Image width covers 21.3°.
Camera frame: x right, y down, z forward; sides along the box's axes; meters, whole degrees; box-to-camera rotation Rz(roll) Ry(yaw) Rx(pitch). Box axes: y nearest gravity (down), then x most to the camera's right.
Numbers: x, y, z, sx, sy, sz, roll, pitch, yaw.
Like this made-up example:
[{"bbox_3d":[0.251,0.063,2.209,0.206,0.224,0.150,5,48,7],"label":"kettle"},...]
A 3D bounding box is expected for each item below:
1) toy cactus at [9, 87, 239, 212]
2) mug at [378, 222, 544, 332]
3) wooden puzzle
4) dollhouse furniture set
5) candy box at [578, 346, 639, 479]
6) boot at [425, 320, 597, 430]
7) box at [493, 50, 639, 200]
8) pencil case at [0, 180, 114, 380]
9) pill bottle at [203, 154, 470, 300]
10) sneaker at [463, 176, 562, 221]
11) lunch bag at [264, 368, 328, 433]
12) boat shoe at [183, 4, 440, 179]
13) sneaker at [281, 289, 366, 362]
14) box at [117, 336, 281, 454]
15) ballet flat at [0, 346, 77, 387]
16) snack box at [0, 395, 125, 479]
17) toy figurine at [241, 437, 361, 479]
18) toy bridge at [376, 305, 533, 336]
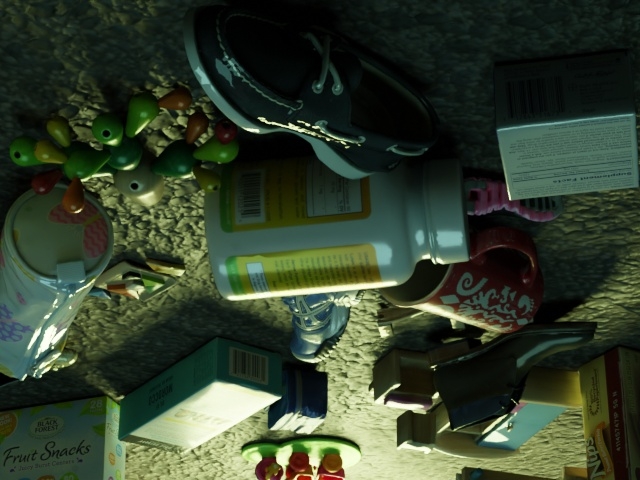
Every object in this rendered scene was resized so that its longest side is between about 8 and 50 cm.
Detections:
[{"bbox_3d":[-0.177,-0.069,1.620,0.219,0.112,0.180,-12,162,3],"label":"toy cactus"},{"bbox_3d":[0.164,0.039,1.793,0.150,0.113,0.169,15,175,46],"label":"mug"},{"bbox_3d":[-0.209,0.048,1.919,0.078,0.014,0.116,17,148,-30],"label":"wooden puzzle"},{"bbox_3d":[0.192,0.328,2.156,0.286,0.303,0.198,8,150,-17],"label":"dollhouse furniture set"},{"bbox_3d":[0.481,0.261,2.162,0.316,0.183,0.087,15,150,-27],"label":"candy box"},{"bbox_3d":[0.235,0.159,2.026,0.219,0.106,0.082,-15,170,30],"label":"boot"},{"bbox_3d":[0.228,-0.104,1.572,0.126,0.072,0.137,-6,151,9],"label":"box"},{"bbox_3d":[-0.299,0.047,1.799,0.113,0.124,0.273,9,150,-17],"label":"pencil case"},{"bbox_3d":[0.019,-0.018,1.661,0.245,0.136,0.136,-5,152,8],"label":"pill bottle"},{"bbox_3d":[0.186,-0.042,1.735,0.119,0.047,0.057,7,173,-12],"label":"sneaker"},{"bbox_3d":[-0.035,0.205,2.168,0.065,0.067,0.098,9,152,-17],"label":"lunch bag"},{"bbox_3d":[-0.002,-0.138,1.472,0.091,0.114,0.302,-17,161,29],"label":"boat shoe"},{"bbox_3d":[-0.005,0.056,1.818,0.081,0.080,0.211,11,141,-9],"label":"sneaker"},{"bbox_3d":[-0.155,0.201,2.164,0.100,0.060,0.244,18,147,-31],"label":"box"},{"bbox_3d":[-0.369,0.163,2.099,0.173,0.049,0.057,-17,149,28],"label":"ballet flat"},{"bbox_3d":[-0.347,0.319,2.229,0.174,0.207,0.070,-11,151,17],"label":"snack box"},{"bbox_3d":[-0.027,0.372,2.391,0.173,0.159,0.130,4,152,-8],"label":"toy figurine"},{"bbox_3d":[0.158,0.080,1.975,0.188,0.026,0.063,-6,151,8],"label":"toy bridge"}]
